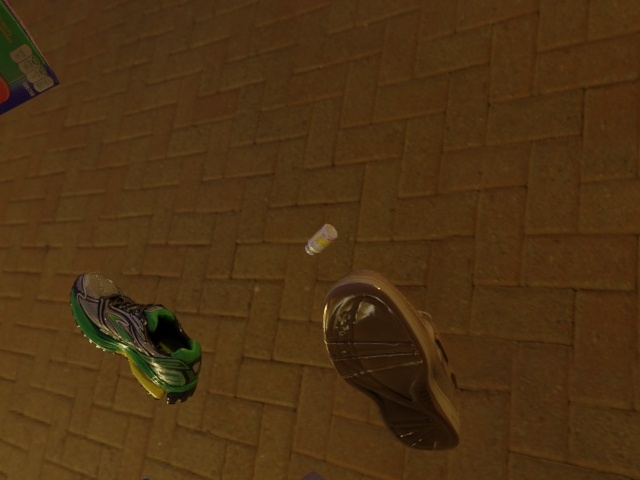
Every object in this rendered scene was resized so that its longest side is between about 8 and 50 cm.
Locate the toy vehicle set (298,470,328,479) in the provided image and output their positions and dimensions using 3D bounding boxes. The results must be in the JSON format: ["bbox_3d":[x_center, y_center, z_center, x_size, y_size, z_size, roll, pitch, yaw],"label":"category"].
[{"bbox_3d":[-0.093,0.452,0.827,0.035,0.267,0.165,21,112,36],"label":"toy vehicle set"}]

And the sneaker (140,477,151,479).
[{"bbox_3d":[-0.357,0.553,1.225,0.144,0.053,0.059,-128,45,-53],"label":"sneaker"}]

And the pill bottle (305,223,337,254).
[{"bbox_3d":[0.000,0.000,1.416,0.083,0.043,0.043,-42,48,37],"label":"pill bottle"}]

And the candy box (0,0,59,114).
[{"bbox_3d":[-0.525,-0.225,0.699,0.317,0.268,0.122,-31,70,-10],"label":"candy box"}]

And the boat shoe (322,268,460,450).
[{"bbox_3d":[0.098,0.144,0.770,0.122,0.341,0.110,-6,43,24],"label":"boat shoe"}]

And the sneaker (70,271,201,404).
[{"bbox_3d":[-0.363,0.164,1.209,0.344,0.134,0.146,35,119,16],"label":"sneaker"}]
